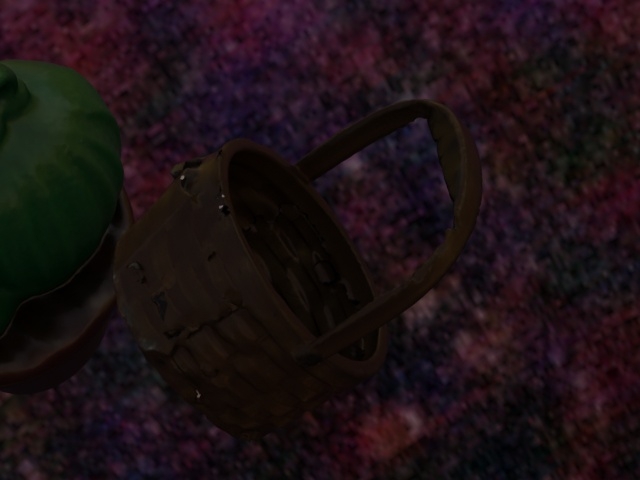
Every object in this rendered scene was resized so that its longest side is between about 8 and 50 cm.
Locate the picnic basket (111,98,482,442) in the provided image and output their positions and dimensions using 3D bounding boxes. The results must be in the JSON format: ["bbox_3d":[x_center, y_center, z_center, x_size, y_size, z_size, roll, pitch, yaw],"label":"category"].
[{"bbox_3d":[0.000,0.000,0.388,0.083,0.072,0.072,-32,39,19],"label":"picnic basket"}]

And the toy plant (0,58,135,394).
[{"bbox_3d":[-0.138,0.001,0.706,0.105,0.200,0.143,31,69,17],"label":"toy plant"}]
